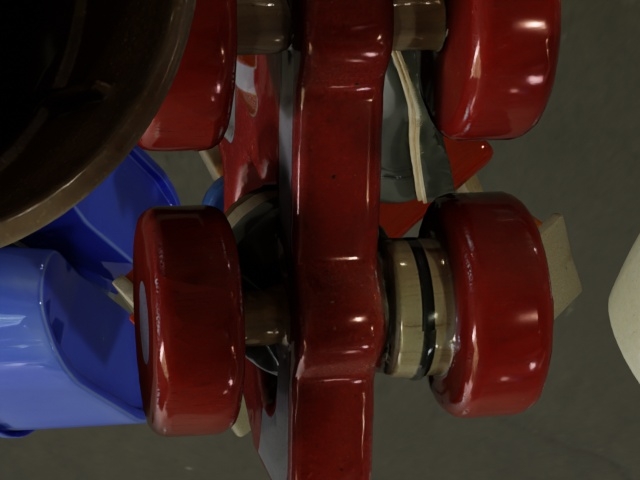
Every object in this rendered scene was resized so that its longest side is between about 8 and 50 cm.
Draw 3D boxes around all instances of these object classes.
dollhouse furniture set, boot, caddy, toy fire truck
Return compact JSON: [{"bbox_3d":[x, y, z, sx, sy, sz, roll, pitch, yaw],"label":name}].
[{"bbox_3d":[0.000,0.000,1.069,0.259,0.135,0.262,-42,55,-13],"label":"dollhouse furniture set"},{"bbox_3d":[-0.001,-0.078,0.945,0.137,0.198,0.077,-13,45,6],"label":"boot"},{"bbox_3d":[-0.238,0.026,1.270,0.179,0.341,0.241,-1,70,17],"label":"caddy"},{"bbox_3d":[-0.010,-0.045,0.740,0.169,0.254,0.302,-3,106,-11],"label":"toy fire truck"}]

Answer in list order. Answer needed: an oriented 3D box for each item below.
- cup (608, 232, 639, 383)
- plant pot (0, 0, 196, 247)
[{"bbox_3d":[0.422,0.058,1.530,0.237,0.331,0.331,-35,82,28],"label":"cup"},{"bbox_3d":[-0.141,-0.067,0.393,0.167,0.165,0.167,5,82,-33],"label":"plant pot"}]
